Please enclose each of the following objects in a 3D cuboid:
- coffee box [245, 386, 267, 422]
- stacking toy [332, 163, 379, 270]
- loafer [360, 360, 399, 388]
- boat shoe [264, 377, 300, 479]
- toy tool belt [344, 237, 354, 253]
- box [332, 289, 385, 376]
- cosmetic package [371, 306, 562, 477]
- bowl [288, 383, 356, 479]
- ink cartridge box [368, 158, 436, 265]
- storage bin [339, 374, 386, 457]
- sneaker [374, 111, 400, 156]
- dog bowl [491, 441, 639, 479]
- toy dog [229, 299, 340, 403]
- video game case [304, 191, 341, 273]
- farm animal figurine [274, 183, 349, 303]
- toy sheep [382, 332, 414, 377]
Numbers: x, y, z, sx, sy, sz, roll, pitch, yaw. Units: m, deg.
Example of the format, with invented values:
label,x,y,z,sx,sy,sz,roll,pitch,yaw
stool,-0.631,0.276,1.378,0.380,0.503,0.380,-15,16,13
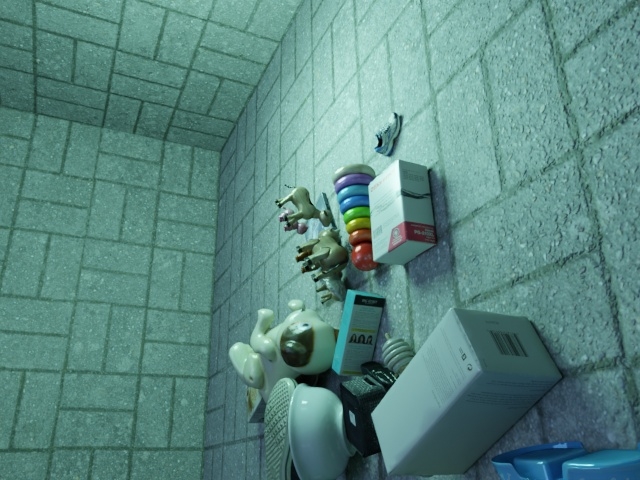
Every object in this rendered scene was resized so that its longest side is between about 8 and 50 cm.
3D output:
label,x,y,z,sx,sy,sz,roll,pitch,yaw
coffee box,-0.224,0.622,2.289,0.141,0.098,0.247,-107,34,-45
stacking toy,0.119,-0.064,1.720,0.141,0.141,0.330,137,133,-55
loafer,0.169,0.381,1.535,0.170,0.062,0.061,-170,67,-70
boat shoe,-0.079,0.658,1.772,0.187,0.156,0.500,26,120,61
toy tool belt,0.112,0.022,1.809,0.083,0.052,0.051,-137,28,-66
box,0.110,0.273,1.643,0.060,0.100,0.244,-157,77,-67
cosmetic package,0.274,0.318,1.127,0.155,0.196,0.366,-106,35,-45
bowl,0.024,0.557,1.622,0.298,0.134,0.298,-13,-90,-75
ink cartridge box,0.217,-0.074,1.521,0.172,0.100,0.237,140,133,-57
storage bin,0.121,0.468,1.498,0.122,0.084,0.180,-161,61,-67
sneaker,0.201,-0.326,1.706,0.052,0.058,0.135,-140,63,-64
dog bowl,0.402,0.366,0.867,0.297,0.165,0.074,-35,63,59
toy dog,-0.096,0.388,1.863,0.408,0.284,0.395,-53,44,46
video game case,0.001,-0.022,2.102,0.274,0.026,0.196,-107,34,-44
farm animal figurine,0.000,0.000,1.846,0.327,0.172,0.330,56,168,45
toy sheep,0.199,0.298,1.448,0.132,0.091,0.091,56,135,33
